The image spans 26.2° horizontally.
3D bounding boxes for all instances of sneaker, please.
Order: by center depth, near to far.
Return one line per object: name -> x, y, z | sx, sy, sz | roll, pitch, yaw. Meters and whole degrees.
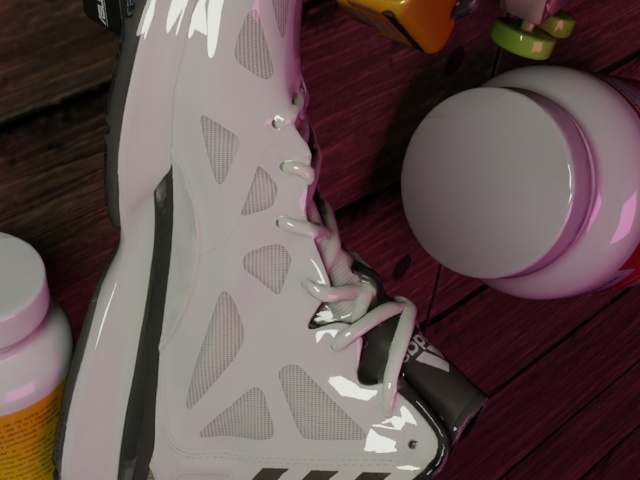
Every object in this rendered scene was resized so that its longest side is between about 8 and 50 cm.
sneaker -> 0.000, 0.000, 0.864 | 0.169, 0.257, 0.447 | -43, 148, -68

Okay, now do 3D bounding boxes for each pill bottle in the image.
pill bottle -> -0.220, 0.098, 0.915 | 0.117, 0.117, 0.208 | -35, 145, -36
pill bottle -> 0.255, -0.058, 1.394 | 0.408, 0.229, 0.229 | -4, 122, -57

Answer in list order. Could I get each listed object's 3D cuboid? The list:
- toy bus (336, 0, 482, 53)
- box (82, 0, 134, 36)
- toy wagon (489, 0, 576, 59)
toy bus -> 0.087, -0.302, 0.917 | 0.332, 0.130, 0.108 | -66, 161, 0
box -> -0.077, -0.247, 0.863 | 0.184, 0.045, 0.190 | -41, 149, -33
toy wagon -> 0.240, -0.310, 1.228 | 0.267, 0.068, 0.344 | -69, 169, 23
